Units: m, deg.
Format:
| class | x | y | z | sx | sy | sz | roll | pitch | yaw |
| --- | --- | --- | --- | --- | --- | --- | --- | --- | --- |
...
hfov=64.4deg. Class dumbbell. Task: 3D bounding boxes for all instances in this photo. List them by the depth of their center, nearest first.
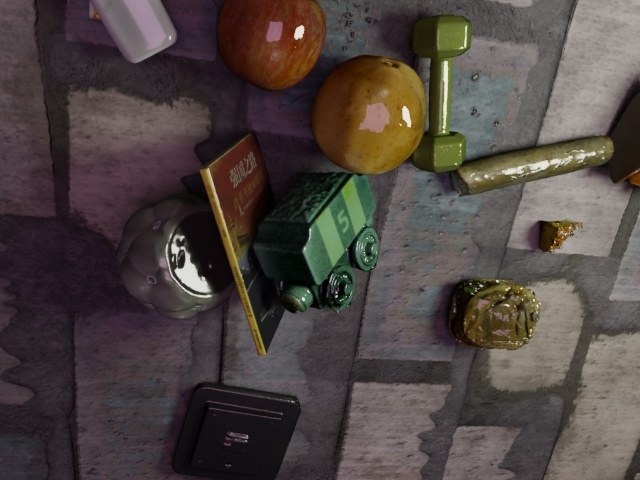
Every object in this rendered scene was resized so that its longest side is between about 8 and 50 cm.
| class | x | y | z | sx | sy | sz | roll | pitch | yaw |
| --- | --- | --- | --- | --- | --- | --- | --- | --- | --- |
| dumbbell | 0.243 | -0.294 | 1.032 | 0.108 | 0.121 | 0.302 | -19 | 117 | -35 |

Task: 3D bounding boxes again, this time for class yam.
| class | x | y | z | sx | sy | sz | roll | pitch | yaw |
| --- | --- | --- | --- | --- | --- | --- | --- | --- | --- |
| yam | 0.478 | -0.172 | 1.141 | 0.371 | 0.083 | 0.083 | -14 | 112 | -6 |

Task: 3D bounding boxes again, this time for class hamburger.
| class | x | y | z | sx | sy | sz | roll | pitch | yaw |
| --- | --- | --- | --- | --- | --- | --- | --- | --- | --- |
| hamburger | 0.422 | 0.180 | 1.251 | 0.206 | 0.130 | 0.183 | 4 | 109 | 8 |

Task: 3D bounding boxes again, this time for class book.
| class | x | y | z | sx | sy | sz | roll | pitch | yaw |
| --- | --- | --- | --- | --- | --- | --- | --- | --- | --- |
| book | -0.126 | -0.003 | 0.996 | 0.028 | 0.262 | 0.374 | -6 | 114 | 15 |

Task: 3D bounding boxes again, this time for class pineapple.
| class | x | y | z | sx | sy | sz | roll | pitch | yaw |
| --- | --- | --- | --- | --- | --- | --- | --- | --- | --- |
| pineapple | 0.580 | -0.025 | 1.230 | 0.114 | 0.077 | 0.114 | -21 | 148 | -14 |

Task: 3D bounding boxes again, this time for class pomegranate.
| class | x | y | z | sx | sy | sz | roll | pitch | yaw |
| --- | --- | --- | --- | --- | --- | --- | --- | --- | --- |
| pomegranate | 0.091 | -0.241 | 0.968 | 0.233 | 0.233 | 0.233 | -4 | 111 | -9 |

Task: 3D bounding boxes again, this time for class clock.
| class | x | y | z | sx | sy | sz | roll | pitch | yaw |
| --- | --- | --- | --- | --- | --- | --- | --- | --- | --- |
| clock | -0.212 | 0.496 | 1.280 | 0.278 | 0.049 | 0.273 | 14 | 108 | -15 |

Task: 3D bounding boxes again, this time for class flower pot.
| class | x | y | z | sx | sy | sz | roll | pitch | yaw |
| --- | --- | --- | --- | --- | --- | --- | --- | --- | --- |
| flower pot | -0.269 | 0.030 | 0.989 | 0.246 | 0.195 | 0.246 | 5 | 82 | -43 |

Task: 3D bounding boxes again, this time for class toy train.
| class | x | y | z | sx | sy | sz | roll | pitch | yaw |
| --- | --- | --- | --- | --- | --- | --- | --- | --- | --- |
| toy train | 0.000 | 0.000 | 1.021 | 0.166 | 0.299 | 0.238 | 4 | 129 | 34 |

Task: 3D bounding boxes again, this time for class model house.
| class | x | y | z | sx | sy | sz | roll | pitch | yaw |
| --- | --- | --- | --- | --- | --- | --- | --- | --- | --- |
| model house | 0.799 | -0.221 | 1.140 | 0.229 | 0.219 | 0.199 | 17 | 65 | -21 |

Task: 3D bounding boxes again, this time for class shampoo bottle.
| class | x | y | z | sx | sy | sz | roll | pitch | yaw |
| --- | --- | --- | --- | --- | --- | --- | --- | --- | --- |
| shampoo bottle | -0.342 | -0.425 | 0.867 | 0.108 | 0.051 | 0.221 | -25 | 115 | 5 |

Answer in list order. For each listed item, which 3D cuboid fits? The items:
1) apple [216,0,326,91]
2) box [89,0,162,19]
| class | x | y | z | sx | sy | sz | roll | pitch | yaw |
| --- | --- | --- | --- | --- | --- | --- | --- | --- | --- |
| apple | -0.090 | -0.365 | 0.902 | 0.188 | 0.188 | 0.174 | 21 | 117 | -17 |
| box | -0.335 | -0.493 | 0.889 | 0.122 | 0.032 | 0.220 | 8 | 109 | -13 |
